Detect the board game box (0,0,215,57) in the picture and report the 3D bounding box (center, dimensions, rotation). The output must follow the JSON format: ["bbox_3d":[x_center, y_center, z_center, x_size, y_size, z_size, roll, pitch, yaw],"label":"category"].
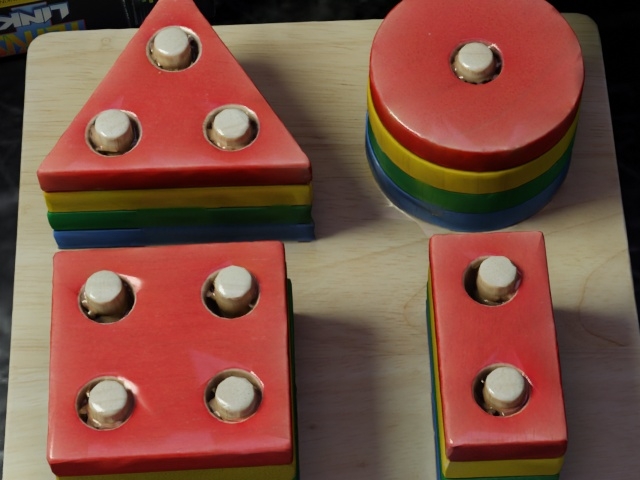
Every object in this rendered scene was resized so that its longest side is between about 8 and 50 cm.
[{"bbox_3d":[-0.145,-0.155,0.878,0.170,0.048,0.141,-11,58,-4],"label":"board game box"}]

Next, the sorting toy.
[{"bbox_3d":[0.000,0.000,0.759,0.257,0.089,0.255,-2,59,0],"label":"sorting toy"}]
